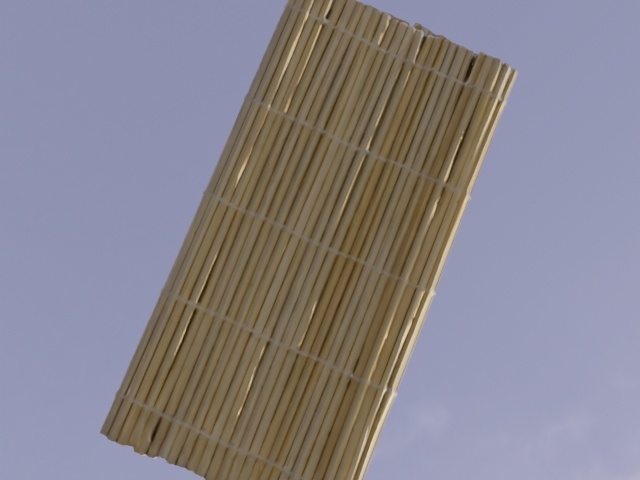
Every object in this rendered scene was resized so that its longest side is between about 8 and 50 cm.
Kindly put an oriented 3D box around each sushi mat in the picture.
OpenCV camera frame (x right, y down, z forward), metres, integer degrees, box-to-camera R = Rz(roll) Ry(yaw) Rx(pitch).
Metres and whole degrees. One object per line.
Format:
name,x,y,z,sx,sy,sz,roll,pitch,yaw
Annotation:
sushi mat,0.000,0.000,0.786,0.151,0.019,0.316,21,-106,2
